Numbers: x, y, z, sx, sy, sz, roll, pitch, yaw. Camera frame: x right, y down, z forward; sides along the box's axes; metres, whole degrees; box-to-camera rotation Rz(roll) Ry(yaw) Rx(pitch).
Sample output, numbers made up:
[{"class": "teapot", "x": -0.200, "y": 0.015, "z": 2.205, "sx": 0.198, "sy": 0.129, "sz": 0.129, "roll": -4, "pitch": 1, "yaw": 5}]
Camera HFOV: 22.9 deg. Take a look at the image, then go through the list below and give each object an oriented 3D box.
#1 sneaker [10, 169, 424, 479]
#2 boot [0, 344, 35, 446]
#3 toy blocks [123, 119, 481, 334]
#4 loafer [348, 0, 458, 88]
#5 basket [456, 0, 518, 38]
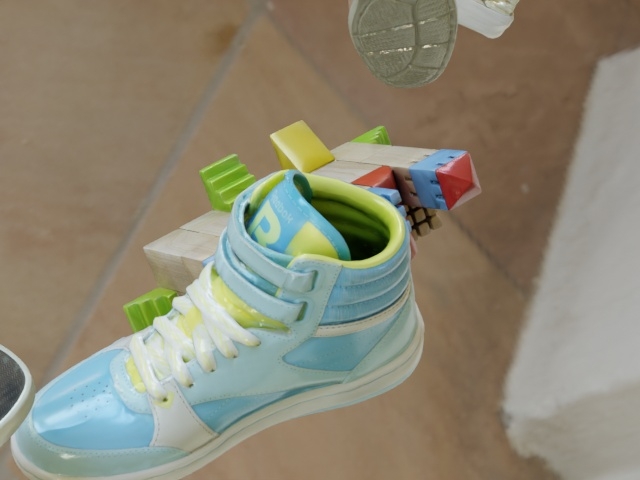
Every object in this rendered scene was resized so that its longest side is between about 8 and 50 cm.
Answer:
[{"class": "sneaker", "x": -0.076, "y": 0.051, "z": 1.106, "sx": 0.319, "sy": 0.208, "sz": 0.127, "roll": -22, "pitch": 54, "yaw": -16}, {"class": "boot", "x": -0.291, "y": 0.176, "z": 1.019, "sx": 0.088, "sy": 0.176, "sz": 0.244, "roll": 40, "pitch": 53, "yaw": 17}, {"class": "toy blocks", "x": 0.000, "y": 0.000, "z": 1.689, "sx": 0.381, "sy": 0.261, "sz": 0.191, "roll": -28, "pitch": 109, "yaw": -25}, {"class": "loafer", "x": 0.028, "y": -0.113, "z": 0.628, "sx": 0.125, "sy": 0.045, "sz": 0.039, "roll": 68, "pitch": 16, "yaw": -53}, {"class": "basket", "x": 0.065, "y": -0.223, "z": 0.996, "sx": 0.167, "sy": 0.103, "sz": 0.113, "roll": 22, "pitch": 37, "yaw": -14}]
